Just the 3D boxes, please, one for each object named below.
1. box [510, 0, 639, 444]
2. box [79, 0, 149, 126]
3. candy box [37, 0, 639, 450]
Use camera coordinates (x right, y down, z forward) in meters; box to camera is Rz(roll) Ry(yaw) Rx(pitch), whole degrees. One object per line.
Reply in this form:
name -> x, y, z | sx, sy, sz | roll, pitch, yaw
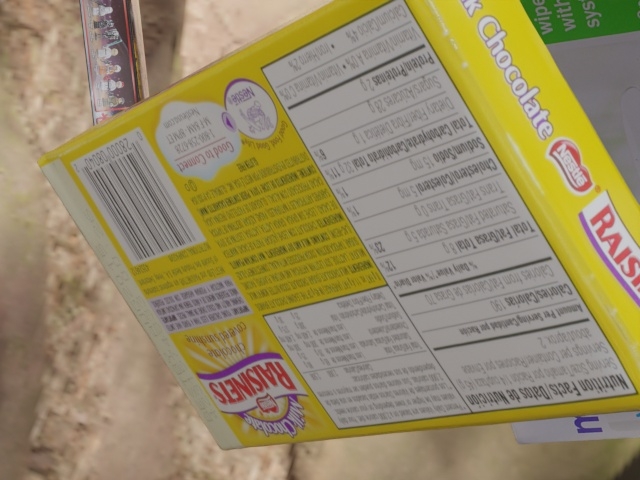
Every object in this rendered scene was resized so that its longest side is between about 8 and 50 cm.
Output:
box -> 0.157, -0.061, 0.657 | 0.127, 0.231, 0.262 | -72, 149, -47
box -> -0.110, -0.109, 0.929 | 0.027, 0.094, 0.137 | -6, 92, -2
candy box -> 0.000, 0.000, 0.436 | 0.027, 0.206, 0.105 | -39, 102, -29
